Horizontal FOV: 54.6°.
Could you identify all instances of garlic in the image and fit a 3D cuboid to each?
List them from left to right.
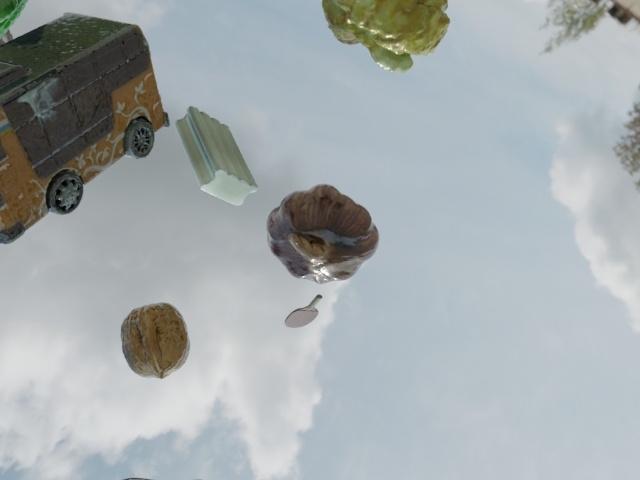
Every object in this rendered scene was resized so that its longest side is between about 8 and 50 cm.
[{"bbox_3d":[0.000,0.000,1.313,0.245,0.245,0.160,32,-145,-16],"label":"garlic"}]

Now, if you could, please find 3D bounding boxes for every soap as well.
[{"bbox_3d":[-0.290,-0.233,1.705,0.160,0.088,0.265,25,-150,-51],"label":"soap"}]

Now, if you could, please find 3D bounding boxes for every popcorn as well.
[{"bbox_3d":[0.109,-0.394,1.043,0.221,0.183,0.204,39,-162,12],"label":"popcorn"}]

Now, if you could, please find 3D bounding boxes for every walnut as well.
[{"bbox_3d":[-0.383,0.236,1.443,0.156,0.155,0.184,2,-123,-39],"label":"walnut"}]

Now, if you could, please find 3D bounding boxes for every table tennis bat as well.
[{"bbox_3d":[-0.040,0.192,1.667,0.087,0.156,0.013,7,-131,-32],"label":"table tennis bat"}]

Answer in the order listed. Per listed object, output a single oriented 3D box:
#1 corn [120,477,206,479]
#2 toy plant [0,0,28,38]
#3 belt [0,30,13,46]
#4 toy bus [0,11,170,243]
[{"bbox_3d":[-0.299,0.539,1.256,0.305,0.122,0.123,41,-163,-55],"label":"corn"},{"bbox_3d":[-0.526,-0.325,0.919,0.088,0.240,0.154,40,-152,-48],"label":"toy plant"},{"bbox_3d":[-0.884,-0.496,1.521,0.346,0.213,0.117,64,-175,9],"label":"belt"},{"bbox_3d":[-0.369,-0.162,0.830,0.162,0.194,0.323,18,-136,21],"label":"toy bus"}]
